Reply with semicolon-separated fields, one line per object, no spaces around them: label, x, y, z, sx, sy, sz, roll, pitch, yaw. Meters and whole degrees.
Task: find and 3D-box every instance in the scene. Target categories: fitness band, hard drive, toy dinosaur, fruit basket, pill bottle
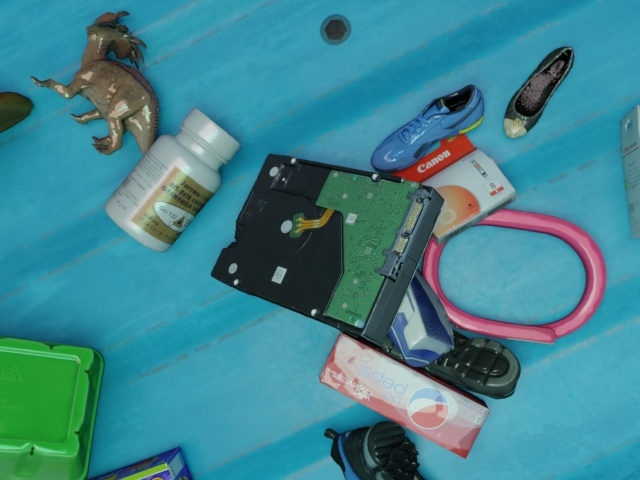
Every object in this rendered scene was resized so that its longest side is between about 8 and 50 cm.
fitness band;0.311;0.055;1.147;0.291;0.054;0.209;9;85;7
hard drive;0.000;0.000;1.085;0.339;0.064;0.237;15;77;43
toy dinosaur;-0.346;-0.265;1.222;0.200;0.127;0.296;-42;88;-3
fruit basket;-0.558;0.297;1.154;0.392;0.392;0.283;-2;66;8
pill bottle;-0.242;-0.104;1.189;0.131;0.131;0.229;40;92;8

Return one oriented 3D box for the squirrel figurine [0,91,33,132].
squirrel figurine;-0.756;-0.250;1.135;0.370;0.397;0.281;42;97;-1

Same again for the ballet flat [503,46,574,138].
ballet flat;0.354;-0.245;1.156;0.057;0.049;0.173;33;91;9

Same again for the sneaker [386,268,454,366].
sneaker;0.068;0.087;1.117;0.182;0.127;0.315;-40;49;17

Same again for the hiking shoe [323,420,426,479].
hiking shoe;0.122;0.425;1.135;0.132;0.113;0.304;-17;98;46

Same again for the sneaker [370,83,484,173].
sneaker;0.169;-0.188;1.154;0.209;0.082;0.069;-29;59;5

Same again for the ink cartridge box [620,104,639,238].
ink cartridge box;0.518;-0.105;1.092;0.067;0.115;0.198;-6;86;8

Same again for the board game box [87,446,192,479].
board game box;-0.359;0.520;1.181;0.347;0.078;0.233;-22;91;6

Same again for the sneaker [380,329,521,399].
sneaker;0.189;0.181;1.128;0.267;0.106;0.101;27;71;30

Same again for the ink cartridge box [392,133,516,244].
ink cartridge box;0.207;-0.103;1.146;0.145;0.045;0.179;-31;69;2

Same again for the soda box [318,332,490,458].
soda box;0.133;0.243;1.141;0.263;0.083;0.092;26;91;8
